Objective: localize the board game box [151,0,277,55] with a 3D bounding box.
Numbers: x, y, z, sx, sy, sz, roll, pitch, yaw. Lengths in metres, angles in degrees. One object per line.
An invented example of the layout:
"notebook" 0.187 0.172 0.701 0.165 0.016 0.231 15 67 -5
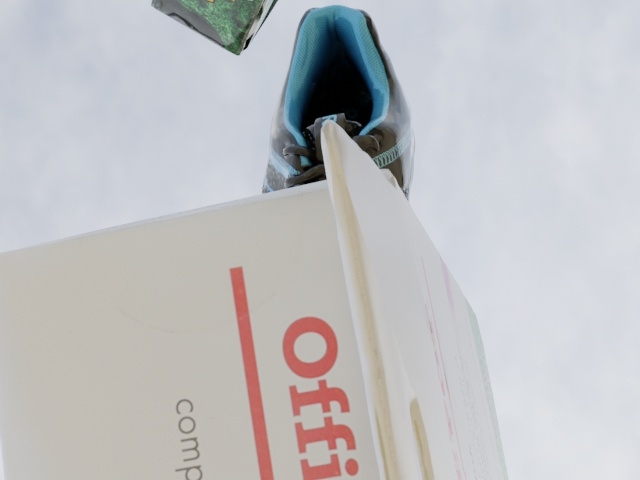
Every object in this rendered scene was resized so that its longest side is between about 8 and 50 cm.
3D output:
"board game box" 0.036 -0.160 0.296 0.030 0.259 0.136 28 -127 -3

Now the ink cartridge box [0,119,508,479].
"ink cartridge box" -0.003 0.106 0.489 0.353 0.119 0.207 47 -148 -75

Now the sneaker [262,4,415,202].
"sneaker" 0.000 0.000 1.011 0.139 0.125 0.341 79 -171 -52
